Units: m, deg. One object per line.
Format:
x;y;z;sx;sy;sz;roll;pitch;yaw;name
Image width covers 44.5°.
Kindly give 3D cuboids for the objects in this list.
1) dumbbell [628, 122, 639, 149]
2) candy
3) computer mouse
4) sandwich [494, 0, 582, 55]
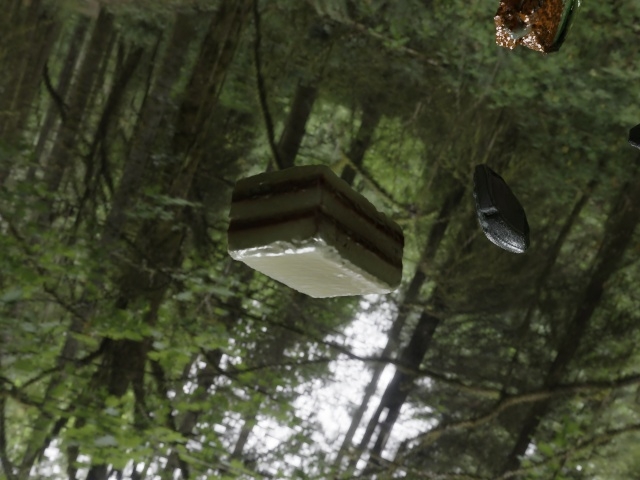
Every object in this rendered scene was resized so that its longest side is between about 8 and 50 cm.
0.491;-0.145;1.167;0.036;0.040;0.083;-1;165;43;dumbbell
0.000;0.000;1.267;0.179;0.135;0.320;-4;160;28;candy
0.318;-0.053;1.429;0.106;0.062;0.192;86;161;-61;computer mouse
0.446;-0.488;1.605;0.109;0.212;0.292;42;-175;26;sandwich
